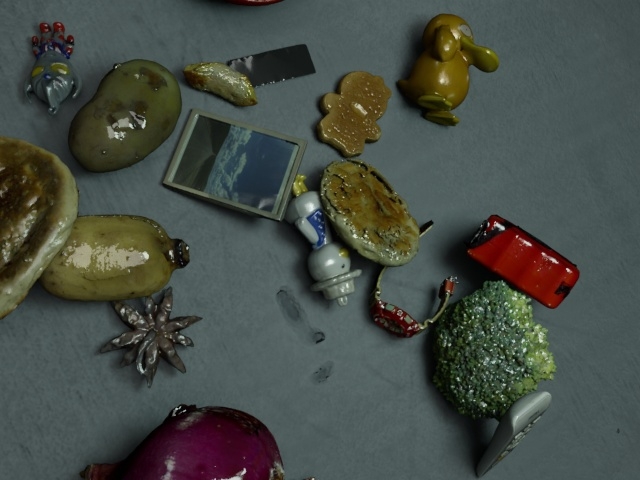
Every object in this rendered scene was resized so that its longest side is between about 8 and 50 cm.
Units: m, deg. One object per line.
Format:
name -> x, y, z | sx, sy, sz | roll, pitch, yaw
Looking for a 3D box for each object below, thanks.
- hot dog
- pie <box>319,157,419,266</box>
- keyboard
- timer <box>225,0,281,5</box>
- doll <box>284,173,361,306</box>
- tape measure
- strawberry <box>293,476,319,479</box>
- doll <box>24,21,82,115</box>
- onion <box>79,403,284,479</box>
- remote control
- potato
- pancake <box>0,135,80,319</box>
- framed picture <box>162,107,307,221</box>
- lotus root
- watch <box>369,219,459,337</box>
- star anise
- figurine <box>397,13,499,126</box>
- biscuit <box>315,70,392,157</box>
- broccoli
hot dog -> -0.208, -0.339, 1.406 | 0.168, 0.078, 0.061 | 22, 58, -22
pie -> 0.109, -0.063, 1.431 | 0.274, 0.055, 0.274 | 26, 44, -27
keyboard -> -0.107, -0.387, 1.484 | 0.196, 0.015, 0.074 | -20, 92, -23
timer -> -0.151, -0.679, 1.376 | 0.377, 0.279, 0.378 | 3, 82, -22
doll -> 0.000, 0.000, 1.403 | 0.119, 0.138, 0.293 | -21, 86, 21
tape measure -> 0.456, 0.037, 1.504 | 0.253, 0.260, 0.114 | 35, 104, 10
strawberry -> -0.052, 0.619, 1.263 | 0.233, 0.137, 0.307 | 9, 79, -19
doll -> -0.518, -0.331, 1.287 | 0.104, 0.062, 0.195 | 0, 74, -22
onion -> -0.253, 0.448, 1.145 | 0.385, 0.348, 0.348 | 4, 77, 15
remote control -> 0.396, 0.408, 1.408 | 0.109, 0.313, 0.055 | -30, 60, -23
potato -> -0.369, -0.235, 1.280 | 0.165, 0.165, 0.262 | 34, 65, -13
pancake -> -0.594, -0.025, 1.144 | 0.356, 0.065, 0.356 | -3, 70, 7
framed picture -> -0.175, -0.157, 1.371 | 0.259, 0.023, 0.189 | 17, 74, 4
lotus root -> -0.386, 0.031, 1.231 | 0.284, 0.146, 0.160 | -3, 98, -14
watch -> 0.219, 0.091, 1.485 | 0.165, 0.102, 0.268 | 41, 67, 7
star anise -> -0.320, 0.172, 1.273 | 0.195, 0.065, 0.182 | 35, 65, -4
figurine -> 0.292, -0.407, 1.562 | 0.215, 0.215, 0.228 | 38, 92, -11
biscuit -> 0.078, -0.299, 1.530 | 0.166, 0.036, 0.226 | 30, 68, -15
broccoli -> 0.375, 0.250, 1.447 | 0.259, 0.235, 0.288 | 29, 113, -20
